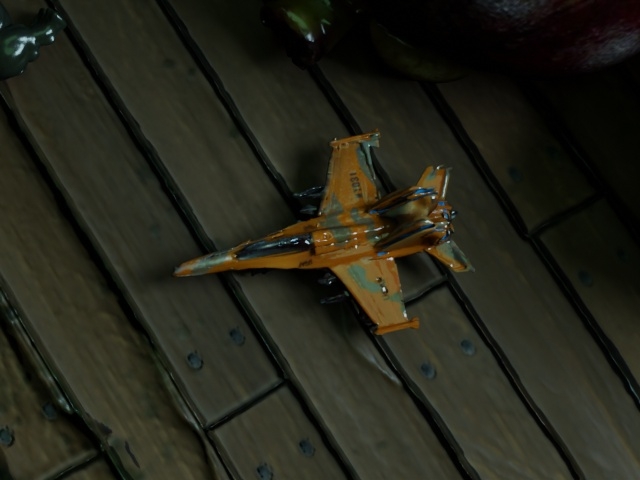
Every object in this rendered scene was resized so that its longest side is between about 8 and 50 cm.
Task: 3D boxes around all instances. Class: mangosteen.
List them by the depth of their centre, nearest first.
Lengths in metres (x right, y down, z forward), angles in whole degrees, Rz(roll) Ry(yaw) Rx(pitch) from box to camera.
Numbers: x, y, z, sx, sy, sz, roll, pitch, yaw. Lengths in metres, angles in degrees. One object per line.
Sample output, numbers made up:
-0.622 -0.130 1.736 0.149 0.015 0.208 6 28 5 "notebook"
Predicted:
0.123 -0.230 1.207 0.297 0.293 0.297 9 36 -7 "mangosteen"

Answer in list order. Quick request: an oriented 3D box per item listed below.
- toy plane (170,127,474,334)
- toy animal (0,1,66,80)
0.000 0.003 1.220 0.188 0.062 0.135 -15 74 2 "toy plane"
-0.232 -0.161 1.243 0.136 0.047 0.065 44 80 2 "toy animal"
